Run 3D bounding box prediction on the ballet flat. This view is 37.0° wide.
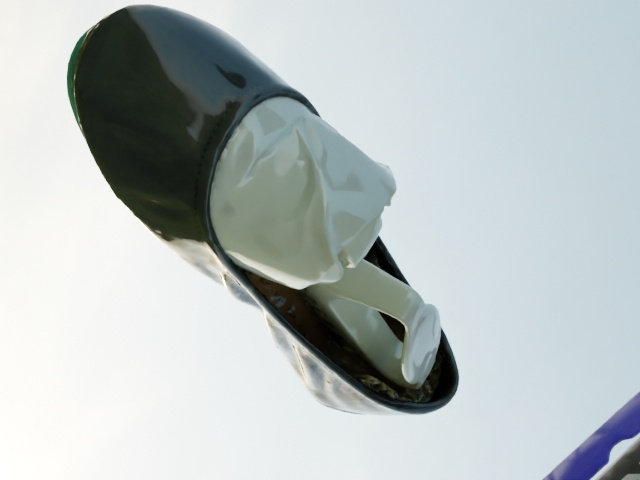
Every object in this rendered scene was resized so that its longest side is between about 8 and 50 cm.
[{"bbox_3d":[0.000,0.000,0.447,0.096,0.280,0.095,16,-114,38],"label":"ballet flat"}]

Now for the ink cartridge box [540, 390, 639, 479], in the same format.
[{"bbox_3d":[0.169,0.106,0.382,0.206,0.045,0.208,-39,-156,-11],"label":"ink cartridge box"}]
